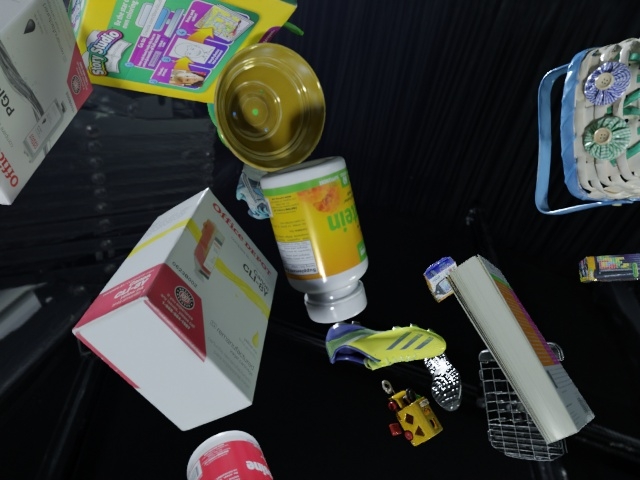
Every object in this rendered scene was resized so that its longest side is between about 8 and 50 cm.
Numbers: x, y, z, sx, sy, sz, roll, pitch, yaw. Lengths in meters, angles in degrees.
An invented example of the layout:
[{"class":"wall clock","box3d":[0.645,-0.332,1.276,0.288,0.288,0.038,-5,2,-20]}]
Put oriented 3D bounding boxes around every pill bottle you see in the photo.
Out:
[{"class":"pill bottle","box3d":[0.000,0.000,0.713,0.136,0.246,0.136,-14,-165,4]},{"class":"pill bottle","box3d":[-0.216,0.739,1.196,0.229,0.229,0.407,-6,-159,-24]}]

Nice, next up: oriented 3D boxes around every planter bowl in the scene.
[{"class":"planter bowl","box3d":[-0.104,-0.239,0.816,0.217,0.217,0.090,-12,-164,-29]}]

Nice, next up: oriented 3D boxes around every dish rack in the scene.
[{"class":"dish rack","box3d":[0.510,0.401,1.119,0.074,0.208,0.272,9,-110,-37]}]

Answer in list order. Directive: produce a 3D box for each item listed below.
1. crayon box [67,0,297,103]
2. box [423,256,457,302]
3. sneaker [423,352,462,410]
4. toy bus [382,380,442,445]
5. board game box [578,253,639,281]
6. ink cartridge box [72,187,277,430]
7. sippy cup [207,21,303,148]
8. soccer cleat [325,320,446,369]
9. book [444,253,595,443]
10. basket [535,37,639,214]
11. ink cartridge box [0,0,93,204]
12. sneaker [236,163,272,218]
[{"class":"crayon box","box3d":[-0.273,-0.403,0.820,0.313,0.363,0.106,-1,-103,-37]},{"class":"box","box3d":[0.316,0.099,1.142,0.081,0.136,0.028,-34,-132,0]},{"class":"sneaker","box3d":[0.447,0.496,1.522,0.124,0.107,0.283,52,-165,-13]},{"class":"toy bus","box3d":[0.310,0.557,1.455,0.202,0.104,0.191,34,-146,-16]},{"class":"board game box","box3d":[0.592,0.054,0.865,0.141,0.048,0.170,-7,171,25]},{"class":"ink cartridge box","box3d":[-0.241,0.111,0.876,0.160,0.279,0.385,-27,-153,17]},{"class":"sippy cup","box3d":[-0.132,-0.373,1.125,0.224,0.305,0.240,-1,-114,-44]},{"class":"soccer cleat","box3d":[0.155,0.263,1.056,0.289,0.093,0.121,5,-140,0]},{"class":"book","box3d":[0.173,0.087,0.377,0.096,0.035,0.144,17,-138,-50]},{"class":"basket","box3d":[0.444,-0.177,0.675,0.201,0.255,0.289,1,178,-12]},{"class":"ink cartridge box","box3d":[-0.474,-0.224,0.648,0.117,0.207,0.283,12,-124,-2]},{"class":"sneaker","box3d":[-0.108,-0.095,1.067,0.110,0.122,0.283,20,-169,-44]}]
